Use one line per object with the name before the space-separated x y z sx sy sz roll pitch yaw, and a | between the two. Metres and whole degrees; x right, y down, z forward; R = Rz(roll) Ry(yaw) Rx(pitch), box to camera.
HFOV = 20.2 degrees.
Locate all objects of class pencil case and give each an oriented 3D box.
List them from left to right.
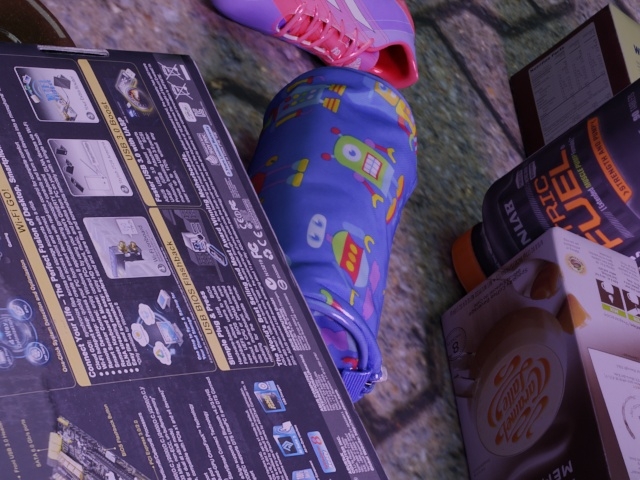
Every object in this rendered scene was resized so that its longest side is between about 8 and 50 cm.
pencil case | 0.000 0.000 1.289 0.133 0.119 0.306 27 37 -11

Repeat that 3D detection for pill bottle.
pill bottle | 0.226 -0.027 1.503 0.130 0.246 0.130 35 33 -28

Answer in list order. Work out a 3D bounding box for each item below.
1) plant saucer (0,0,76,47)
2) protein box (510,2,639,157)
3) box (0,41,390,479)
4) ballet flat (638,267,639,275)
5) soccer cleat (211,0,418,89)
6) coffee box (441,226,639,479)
plant saucer | -0.218 -0.117 1.193 0.199 0.036 0.198 34 36 -29
protein box | 0.316 -0.087 1.794 0.200 0.136 0.201 28 40 -35
box | -0.136 0.067 1.003 0.318 0.097 0.395 -2 59 -47
ballet flat | 0.248 0.028 1.685 0.168 0.057 0.052 20 17 -48
soccer cleat | 0.003 -0.185 1.524 0.248 0.083 0.095 3 61 -56
coffee box | 0.189 0.133 1.389 0.098 0.141 0.246 22 42 -32
